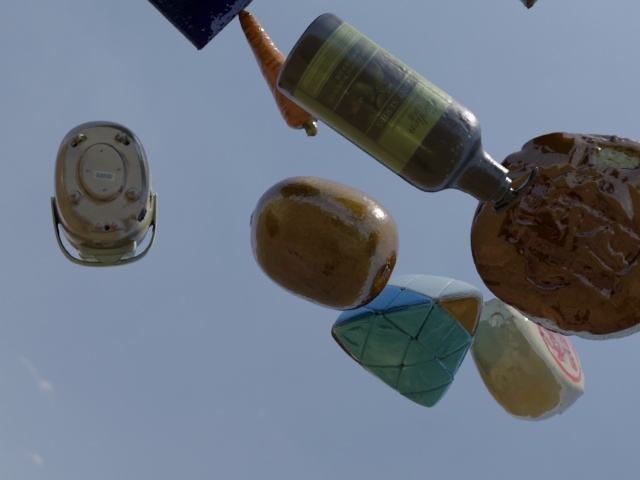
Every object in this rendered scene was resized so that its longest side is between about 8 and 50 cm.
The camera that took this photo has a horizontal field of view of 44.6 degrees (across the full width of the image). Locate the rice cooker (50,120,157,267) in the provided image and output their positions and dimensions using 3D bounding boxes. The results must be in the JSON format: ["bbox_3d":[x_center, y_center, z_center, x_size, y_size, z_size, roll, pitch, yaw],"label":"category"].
[{"bbox_3d":[-0.301,-0.067,1.088,0.145,0.207,0.127,-4,-24,-14],"label":"rice cooker"}]

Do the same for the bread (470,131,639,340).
[{"bbox_3d":[0.328,-0.004,0.969,0.269,0.270,0.148,13,-13,30],"label":"bread"}]

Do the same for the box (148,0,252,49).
[{"bbox_3d":[-0.185,-0.471,1.167,0.116,0.261,0.279,54,8,34],"label":"box"}]

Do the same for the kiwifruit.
[{"bbox_3d":[0.000,0.000,1.190,0.233,0.196,0.196,18,-45,17],"label":"kiwifruit"}]

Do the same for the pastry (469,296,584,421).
[{"bbox_3d":[0.381,0.210,1.454,0.133,0.265,0.265,-39,-81,25],"label":"pastry"}]

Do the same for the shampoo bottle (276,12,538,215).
[{"bbox_3d":[0.092,-0.123,0.831,0.283,0.101,0.101,36,-40,0],"label":"shampoo bottle"}]

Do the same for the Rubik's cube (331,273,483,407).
[{"bbox_3d":[0.185,0.168,1.323,0.254,0.254,0.255,22,-43,22],"label":"Rubik's cube"}]

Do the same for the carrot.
[{"bbox_3d":[-0.065,-0.260,1.159,0.257,0.061,0.061,62,-35,21],"label":"carrot"}]

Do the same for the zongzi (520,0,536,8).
[{"bbox_3d":[0.210,-0.509,1.033,0.174,0.393,0.356,-26,-69,30],"label":"zongzi"}]
